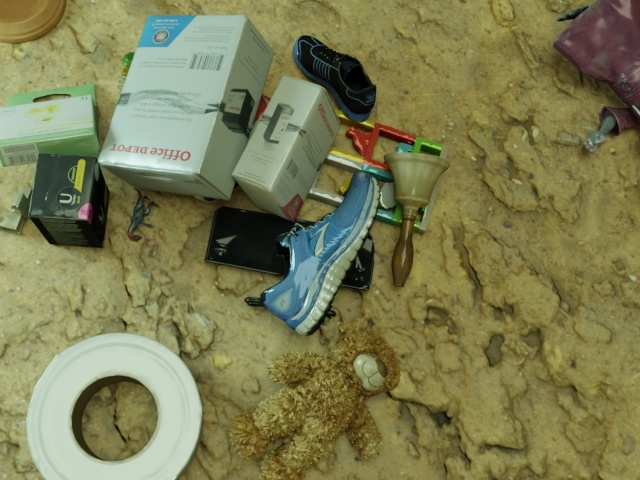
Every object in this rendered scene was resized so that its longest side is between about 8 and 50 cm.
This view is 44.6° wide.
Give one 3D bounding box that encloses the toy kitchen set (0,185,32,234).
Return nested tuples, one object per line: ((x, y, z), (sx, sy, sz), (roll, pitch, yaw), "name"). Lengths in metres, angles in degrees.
((-0.574, -0.067, 1.422), (0.075, 0.068, 0.083), (15, 71, -2), "toy kitchen set")

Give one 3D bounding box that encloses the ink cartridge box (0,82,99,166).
((-0.500, -0.234, 1.437), (0.171, 0.056, 0.235), (-10, 47, -9), "ink cartridge box")

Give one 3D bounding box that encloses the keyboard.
((-0.059, 0.052, 1.466), (0.317, 0.033, 0.202), (10, 66, -2), "keyboard")

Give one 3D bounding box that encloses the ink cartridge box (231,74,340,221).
((-0.058, -0.169, 1.446), (0.092, 0.158, 0.218), (23, 77, 20), "ink cartridge box")

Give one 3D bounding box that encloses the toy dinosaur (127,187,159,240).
((-0.340, -0.042, 1.469), (0.082, 0.047, 0.090), (-52, 47, -6), "toy dinosaur")

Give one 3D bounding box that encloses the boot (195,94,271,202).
((-0.200, -0.202, 1.512), (0.176, 0.088, 0.244), (36, 78, 19), "boot")

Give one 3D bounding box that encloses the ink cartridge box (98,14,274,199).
((-0.241, -0.244, 1.423), (0.223, 0.129, 0.308), (8, 74, 25), "ink cartridge box")

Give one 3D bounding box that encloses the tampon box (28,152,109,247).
((-0.442, -0.068, 1.389), (0.101, 0.161, 0.120), (4, 72, -6), "tampon box")

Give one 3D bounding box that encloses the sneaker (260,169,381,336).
((0.000, 0.000, 1.409), (0.147, 0.130, 0.330), (29, 68, 3), "sneaker")

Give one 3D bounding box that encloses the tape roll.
((-0.341, 0.301, 1.316), (0.286, 0.100, 0.286), (2, 73, -6), "tape roll")

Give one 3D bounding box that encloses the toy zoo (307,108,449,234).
((0.091, -0.144, 1.546), (0.293, 0.030, 0.192), (19, 72, -1), "toy zoo")

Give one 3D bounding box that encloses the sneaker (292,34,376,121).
((0.032, -0.346, 1.558), (0.081, 0.090, 0.232), (-31, 69, -28), "sneaker")

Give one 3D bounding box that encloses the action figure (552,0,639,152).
((0.645, -0.338, 1.631), (0.370, 0.248, 0.275), (58, 32, -1), "action figure")

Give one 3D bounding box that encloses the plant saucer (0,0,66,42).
((-0.618, -0.493, 1.570), (0.200, 0.037, 0.200), (2, 73, -6), "plant saucer")

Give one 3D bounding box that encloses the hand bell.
((0.165, -0.033, 1.463), (0.126, 0.126, 0.242), (9, 84, -4), "hand bell")

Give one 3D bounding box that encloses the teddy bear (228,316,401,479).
((0.003, 0.288, 1.356), (0.338, 0.113, 0.245), (-22, 78, -13), "teddy bear")

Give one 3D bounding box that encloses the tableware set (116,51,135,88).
((-0.324, -0.328, 1.562), (0.154, 0.024, 0.104), (9, 68, -3), "tableware set")
